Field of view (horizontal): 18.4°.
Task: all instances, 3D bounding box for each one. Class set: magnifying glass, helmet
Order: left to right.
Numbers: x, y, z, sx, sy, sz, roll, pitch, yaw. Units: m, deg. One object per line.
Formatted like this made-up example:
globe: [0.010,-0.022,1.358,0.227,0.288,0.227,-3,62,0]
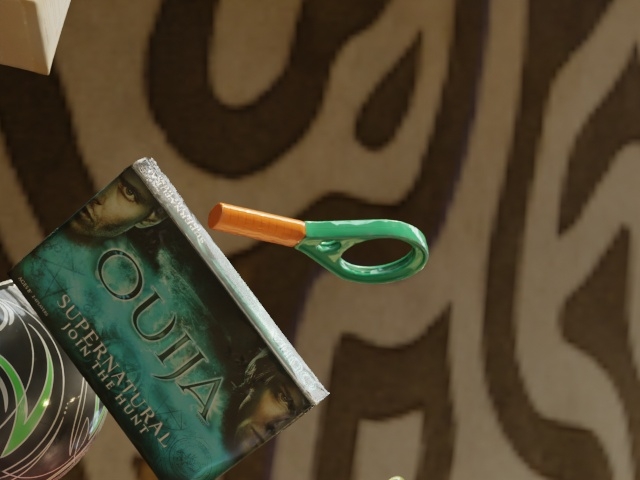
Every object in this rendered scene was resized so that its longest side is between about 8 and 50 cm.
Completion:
helmet: [-0.258,0.130,1.659,0.169,0.169,0.161,-16,73,-53]
magnifying glass: [0.000,0.000,1.872,0.231,0.092,0.026,14,54,-29]

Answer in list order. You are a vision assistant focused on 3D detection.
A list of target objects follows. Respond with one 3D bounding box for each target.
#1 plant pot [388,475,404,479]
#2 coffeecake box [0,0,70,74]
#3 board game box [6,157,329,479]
plant pot: [0.077,0.227,1.457,0.083,0.079,0.083,-48,149,-41]
coffeecake box: [-0.199,-0.230,1.373,0.142,0.068,0.185,104,0,-74]
board game box: [-0.097,0.057,1.233,0.186,0.126,0.026,52,27,3]
